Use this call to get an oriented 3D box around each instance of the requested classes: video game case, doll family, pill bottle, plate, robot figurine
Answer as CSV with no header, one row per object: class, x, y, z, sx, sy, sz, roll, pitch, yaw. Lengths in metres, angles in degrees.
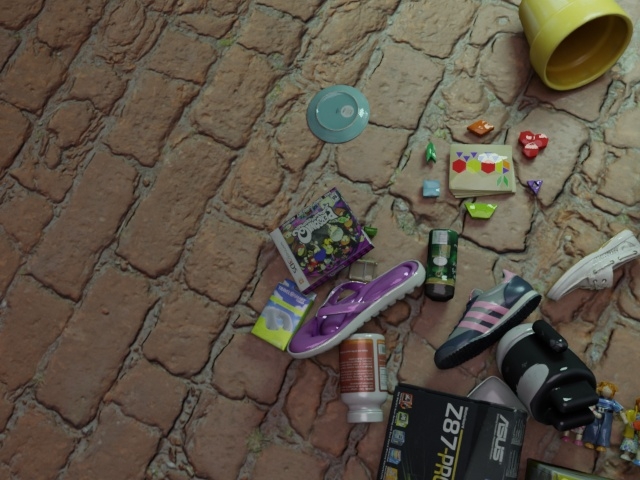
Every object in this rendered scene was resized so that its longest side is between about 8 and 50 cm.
video game case,0.000,0.000,1.761,0.232,0.042,0.210,-35,62,9
doll family,0.706,0.429,1.550,0.262,0.118,0.163,13,83,30
pill bottle,0.109,0.350,1.644,0.121,0.121,0.216,-3,74,8
plate,0.051,-0.377,1.900,0.188,0.024,0.188,-2,74,9
robot figurine,0.532,0.316,1.521,0.209,0.173,0.278,-55,28,16

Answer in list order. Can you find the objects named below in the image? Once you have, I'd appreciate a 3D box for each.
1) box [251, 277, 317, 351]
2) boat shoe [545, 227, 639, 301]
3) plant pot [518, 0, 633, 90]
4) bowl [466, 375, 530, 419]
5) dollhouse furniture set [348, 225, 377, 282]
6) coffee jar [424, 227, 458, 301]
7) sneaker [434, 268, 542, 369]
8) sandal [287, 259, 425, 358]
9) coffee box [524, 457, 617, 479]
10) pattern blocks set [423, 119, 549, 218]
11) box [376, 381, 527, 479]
box,-0.098,0.199,1.759,0.109,0.042,0.178,27,81,14
boat shoe,0.701,0.080,1.637,0.277,0.098,0.096,-35,72,-3
plant pot,0.667,-0.582,1.759,0.254,0.254,0.239,-22,57,3
bowl,0.430,0.428,1.609,0.142,0.053,0.142,-43,73,-5
dollhouse furniture set,0.122,0.039,1.777,0.076,0.058,0.152,8,96,3
coffee jar,0.318,0.067,1.701,0.079,0.096,0.185,4,76,13
sneaker,0.403,0.202,1.660,0.319,0.112,0.131,-35,56,-4
sandal,0.077,0.154,1.677,0.416,0.169,0.102,-33,108,-9
coffee box,0.606,0.683,1.365,0.337,0.334,0.338,11,77,11
pattern blocks set,0.448,-0.196,1.787,0.324,0.026,0.286,10,77,11
box,0.288,0.559,1.510,0.318,0.097,0.395,5,74,38
